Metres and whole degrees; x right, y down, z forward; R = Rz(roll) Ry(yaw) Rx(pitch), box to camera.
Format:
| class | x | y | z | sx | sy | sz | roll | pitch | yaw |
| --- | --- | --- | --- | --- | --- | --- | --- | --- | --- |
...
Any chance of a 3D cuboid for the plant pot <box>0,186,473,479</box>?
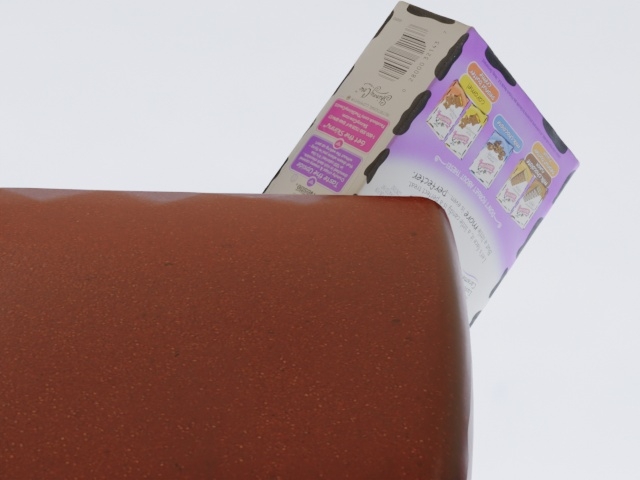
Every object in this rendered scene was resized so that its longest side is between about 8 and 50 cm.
| class | x | y | z | sx | sy | sz | roll | pitch | yaw |
| --- | --- | --- | --- | --- | --- | --- | --- | --- | --- |
| plant pot | -0.056 | 0.139 | 0.591 | 0.267 | 0.267 | 0.236 | 1 | -161 | -9 |

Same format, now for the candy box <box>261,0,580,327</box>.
| class | x | y | z | sx | sy | sz | roll | pitch | yaw |
| --- | --- | --- | --- | --- | --- | --- | --- | --- | --- |
| candy box | 0.055 | -0.019 | 0.830 | 0.070 | 0.196 | 0.165 | 29 | 171 | 44 |
